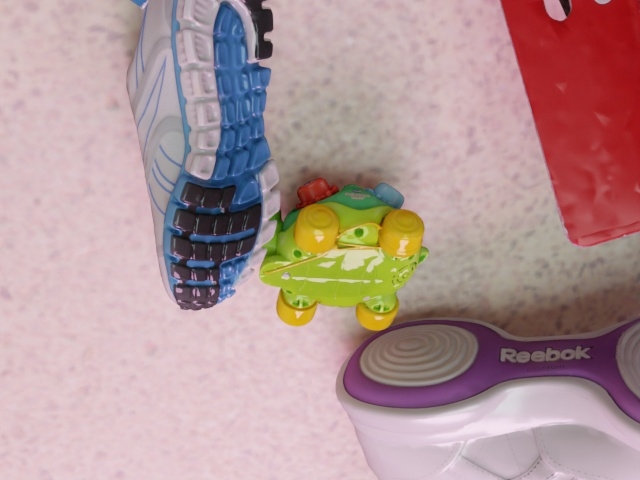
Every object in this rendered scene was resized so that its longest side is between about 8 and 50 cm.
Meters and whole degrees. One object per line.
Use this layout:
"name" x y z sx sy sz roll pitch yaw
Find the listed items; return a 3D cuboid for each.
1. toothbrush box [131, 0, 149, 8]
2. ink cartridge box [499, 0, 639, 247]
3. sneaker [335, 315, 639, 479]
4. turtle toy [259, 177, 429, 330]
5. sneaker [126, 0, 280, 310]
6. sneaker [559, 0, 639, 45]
"toothbrush box" -0.134 -0.283 0.564 0.295 0.126 0.216 33 108 -24
"ink cartridge box" 0.219 -0.169 0.621 0.272 0.130 0.309 -17 93 0
"sneaker" 0.167 0.124 0.807 0.305 0.114 0.152 3 128 23
"turtle toy" 0.000 0.000 0.765 0.130 0.066 0.095 4 139 -10
"sneaker" -0.071 -0.058 0.714 0.071 0.083 0.190 -7 106 -43
"sneaker" 0.244 -0.065 0.755 0.123 0.106 0.290 -28 117 7
